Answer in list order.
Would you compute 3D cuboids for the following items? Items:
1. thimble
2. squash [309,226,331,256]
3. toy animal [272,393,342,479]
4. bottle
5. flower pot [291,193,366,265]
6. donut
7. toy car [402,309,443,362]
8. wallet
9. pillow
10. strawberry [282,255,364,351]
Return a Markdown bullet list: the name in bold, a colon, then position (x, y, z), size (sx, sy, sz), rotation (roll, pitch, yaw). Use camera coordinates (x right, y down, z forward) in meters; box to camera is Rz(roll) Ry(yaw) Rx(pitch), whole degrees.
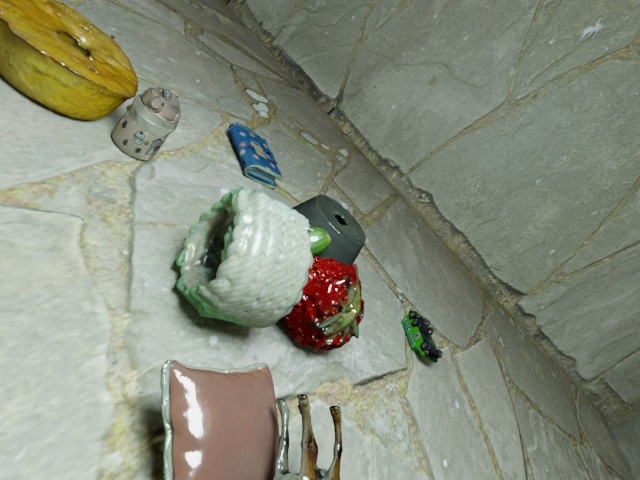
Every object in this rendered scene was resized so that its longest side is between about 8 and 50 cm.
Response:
- **thimble**: position (-0.121, 0.026, 0.683), size (0.150, 0.219, 0.219), rotation (27, 29, -39)
- **squash**: position (-0.084, 0.011, 0.872), size (0.219, 0.077, 0.068), rotation (-5, 72, -19)
- **toy animal**: position (-0.027, 0.312, 0.466), size (0.243, 0.087, 0.260), rotation (37, 48, -48)
- **bottle**: position (-0.335, -0.242, 0.838), size (0.099, 0.152, 0.099), rotation (37, 23, -19)
- **flower pot**: position (0.000, 0.000, 1.022), size (0.269, 0.166, 0.269), rotation (40, 24, -22)
- **donut**: position (-0.483, -0.341, 0.797), size (0.277, 0.108, 0.277), rotation (38, 23, -19)
- **toy car**: position (0.285, 0.276, 1.198), size (0.071, 0.062, 0.165), rotation (34, 25, -27)
- **wallet**: position (-0.190, -0.250, 1.239), size (0.141, 0.059, 0.202), rotation (24, 31, -48)
- **pillow**: position (-0.119, 0.233, 0.508), size (0.179, 0.075, 0.171), rotation (28, 46, -53)
- **strawberry**: position (-0.012, 0.113, 0.822), size (0.201, 0.184, 0.187), rotation (26, 13, 35)
